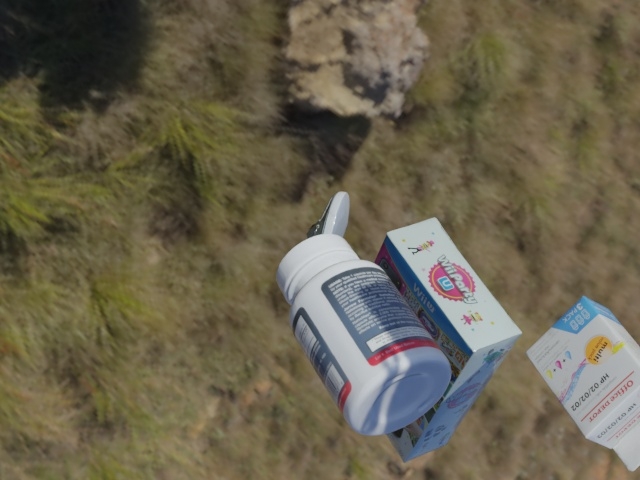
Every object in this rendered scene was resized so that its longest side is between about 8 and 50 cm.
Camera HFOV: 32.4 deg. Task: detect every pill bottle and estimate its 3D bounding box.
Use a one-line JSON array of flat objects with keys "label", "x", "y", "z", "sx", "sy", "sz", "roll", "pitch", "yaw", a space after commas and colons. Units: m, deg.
[{"label": "pill bottle", "x": 0.033, "y": 0.081, "z": 1.030, "sx": 0.108, "sy": 0.180, "sz": 0.108, "roll": -20, "pitch": 141, "yaw": -17}]

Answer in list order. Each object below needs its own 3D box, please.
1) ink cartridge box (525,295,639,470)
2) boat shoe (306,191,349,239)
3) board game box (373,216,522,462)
[{"label": "ink cartridge box", "x": 0.333, "y": 0.165, "z": 1.285, "sx": 0.061, "sy": 0.181, "sz": 0.104, "roll": 26, "pitch": 113, "yaw": -40}, {"label": "boat shoe", "x": 0.000, "y": 0.000, "z": 1.399, "sx": 0.049, "sy": 0.040, "sz": 0.142, "roll": 57, "pitch": 48, "yaw": -62}, {"label": "board game box", "x": 0.146, "y": 0.151, "z": 1.629, "sx": 0.097, "sy": 0.224, "sz": 0.303, "roll": -16, "pitch": 147, "yaw": -31}]
